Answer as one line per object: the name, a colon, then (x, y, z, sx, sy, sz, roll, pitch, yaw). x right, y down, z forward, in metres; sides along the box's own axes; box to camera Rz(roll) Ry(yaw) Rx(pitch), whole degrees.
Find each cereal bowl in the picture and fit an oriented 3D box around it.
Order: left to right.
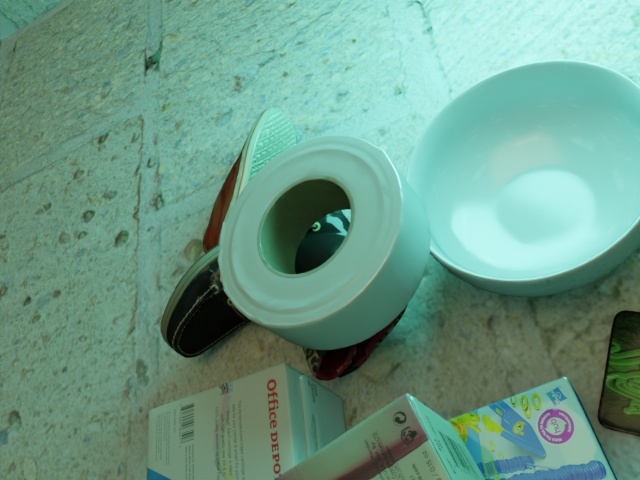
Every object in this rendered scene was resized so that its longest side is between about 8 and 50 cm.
cereal bowl: (0.294, -0.071, 0.844, 0.338, 0.141, 0.339, -15, 56, 23)

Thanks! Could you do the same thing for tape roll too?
tape roll: (0.000, 0.000, 0.835, 0.286, 0.100, 0.286, -15, 58, 26)

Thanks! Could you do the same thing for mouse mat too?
mouse mat: (0.433, 0.164, 0.710, 0.189, 0.007, 0.153, 5, 66, 34)

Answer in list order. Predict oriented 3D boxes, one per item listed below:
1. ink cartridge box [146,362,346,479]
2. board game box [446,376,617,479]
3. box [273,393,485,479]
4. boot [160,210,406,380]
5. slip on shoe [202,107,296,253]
ink cartridge box: (-0.096, 0.303, 0.846, 0.232, 0.168, 0.171, -22, 53, 20)
board game box: (0.202, 0.355, 0.687, 0.301, 0.086, 0.308, -27, 53, 16)
box: (0.051, 0.289, 0.643, 0.232, 0.148, 0.127, -35, 49, 10)
boot: (-0.064, 0.108, 0.969, 0.377, 0.138, 0.284, -41, 50, -2)
slip on shoe: (-0.136, -0.103, 1.148, 0.101, 0.123, 0.332, 3, 69, 40)
